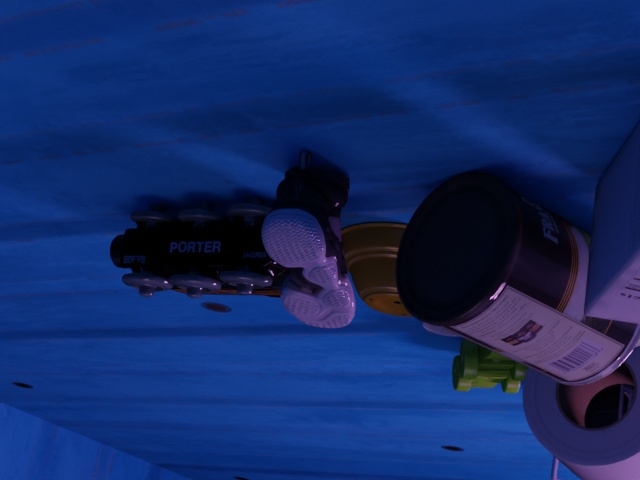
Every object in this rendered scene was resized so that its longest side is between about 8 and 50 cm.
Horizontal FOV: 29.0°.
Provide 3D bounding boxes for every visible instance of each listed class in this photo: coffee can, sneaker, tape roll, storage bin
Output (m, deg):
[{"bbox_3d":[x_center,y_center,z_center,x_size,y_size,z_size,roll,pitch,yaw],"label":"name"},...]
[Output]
[{"bbox_3d":[0.263,0.055,1.612,0.275,0.202,0.201,26,154,-35],"label":"coffee can"},{"bbox_3d":[0.000,0.000,1.649,0.101,0.153,0.269,3,146,16],"label":"sneaker"},{"bbox_3d":[0.468,0.267,2.008,0.246,0.246,0.169,-1,156,28],"label":"tape roll"},{"bbox_3d":[0.522,0.333,2.321,0.084,0.122,0.180,23,156,-30],"label":"storage bin"}]

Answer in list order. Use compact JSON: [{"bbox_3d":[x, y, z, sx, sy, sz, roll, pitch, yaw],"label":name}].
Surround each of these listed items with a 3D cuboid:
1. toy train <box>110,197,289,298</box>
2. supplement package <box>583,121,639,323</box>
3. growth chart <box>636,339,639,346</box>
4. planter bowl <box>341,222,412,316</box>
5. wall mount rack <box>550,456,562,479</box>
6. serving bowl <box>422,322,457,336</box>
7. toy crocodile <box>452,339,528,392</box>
[{"bbox_3d":[-0.146,0.026,1.838,0.333,0.142,0.190,-2,165,30],"label":"toy train"},{"bbox_3d":[0.418,-0.026,1.364,0.175,0.178,0.293,10,160,0],"label":"supplement package"},{"bbox_3d":[0.430,0.122,1.855,0.237,0.021,0.172,-25,124,39],"label":"growth chart"},{"bbox_3d":[0.119,0.057,1.842,0.217,0.090,0.217,9,160,3],"label":"planter bowl"},{"bbox_3d":[0.682,0.505,2.681,0.304,0.131,0.350,15,159,-13],"label":"wall mount rack"},{"bbox_3d":[0.215,0.135,2.086,0.083,0.027,0.083,8,159,3],"label":"serving bowl"},{"bbox_3d":[0.292,0.199,2.130,0.115,0.105,0.340,1,164,1],"label":"toy crocodile"}]
